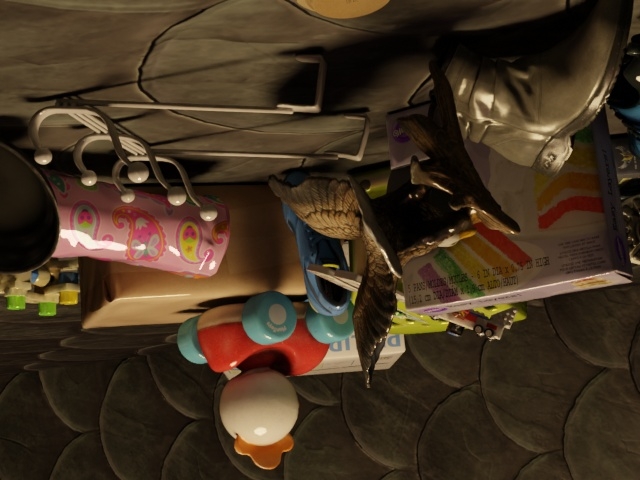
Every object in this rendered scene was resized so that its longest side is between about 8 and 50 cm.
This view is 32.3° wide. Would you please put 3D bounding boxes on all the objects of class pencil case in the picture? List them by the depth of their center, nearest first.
[{"bbox_3d":[-0.261,-0.025,1.411,0.284,0.124,0.124,10,163,-27],"label":"pencil case"}]

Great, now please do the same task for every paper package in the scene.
[{"bbox_3d":[-0.190,0.030,1.680,0.325,0.168,0.309,-2,168,-20],"label":"paper package"}]

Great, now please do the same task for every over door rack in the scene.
[{"bbox_3d":[-0.120,-0.098,1.220,0.324,0.108,0.239,-8,170,12],"label":"over door rack"}]

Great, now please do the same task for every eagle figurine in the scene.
[{"bbox_3d":[0.065,0.002,1.145,0.225,0.226,0.298,32,137,-22],"label":"eagle figurine"}]

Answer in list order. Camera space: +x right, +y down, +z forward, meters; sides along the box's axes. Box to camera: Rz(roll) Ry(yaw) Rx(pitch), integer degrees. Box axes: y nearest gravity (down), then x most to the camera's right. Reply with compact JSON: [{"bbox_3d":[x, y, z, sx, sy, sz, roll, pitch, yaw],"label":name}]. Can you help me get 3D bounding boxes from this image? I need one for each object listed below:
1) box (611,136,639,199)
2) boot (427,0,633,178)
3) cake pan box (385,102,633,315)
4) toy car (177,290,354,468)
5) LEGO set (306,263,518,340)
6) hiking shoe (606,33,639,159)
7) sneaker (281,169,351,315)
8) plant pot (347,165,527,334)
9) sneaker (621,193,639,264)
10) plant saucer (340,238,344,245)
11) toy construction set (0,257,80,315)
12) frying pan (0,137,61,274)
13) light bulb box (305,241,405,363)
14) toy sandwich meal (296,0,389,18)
[{"bbox_3d":[0.484,-0.102,1.622,0.183,0.059,0.232,-7,169,-1],"label":"box"},{"bbox_3d":[0.194,-0.162,1.085,0.161,0.083,0.246,20,143,0],"label":"boot"},{"bbox_3d":[0.202,-0.053,1.255,0.267,0.245,0.070,-12,164,32],"label":"cake pan box"},{"bbox_3d":[-0.073,0.209,1.599,0.210,0.237,0.219,3,165,-38],"label":"toy car"},{"bbox_3d":[0.128,0.073,1.429,0.244,0.060,0.182,27,172,-31],"label":"LEGO set"},{"bbox_3d":[0.370,-0.164,1.208,0.132,0.113,0.304,16,170,5],"label":"hiking shoe"},{"bbox_3d":[0.000,0.000,1.511,0.069,0.209,0.082,-13,174,-14],"label":"sneaker"},{"bbox_3d":[0.157,0.001,1.586,0.227,0.228,0.207,-9,163,24],"label":"plant pot"},{"bbox_3d":[0.532,-0.027,1.634,0.330,0.129,0.147,1,-178,-22],"label":"sneaker"},{"bbox_3d":[-0.011,0.035,1.844,0.029,0.168,0.168,39,156,-10],"label":"plant saucer"},{"bbox_3d":[-0.549,0.078,1.842,0.328,0.151,0.215,-25,161,30],"label":"toy construction set"},{"bbox_3d":[-0.407,-0.003,1.299,0.197,0.053,0.326,27,129,-3],"label":"frying pan"},{"bbox_3d":[-0.027,0.146,2.200,0.358,0.225,0.361,-4,168,-2],"label":"light bulb box"},{"bbox_3d":[0.023,-0.212,0.920,0.086,0.029,0.085,-8,165,-2],"label":"toy sandwich meal"}]
